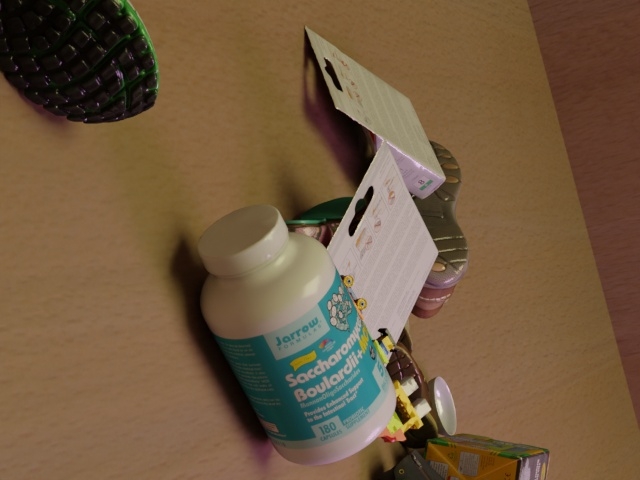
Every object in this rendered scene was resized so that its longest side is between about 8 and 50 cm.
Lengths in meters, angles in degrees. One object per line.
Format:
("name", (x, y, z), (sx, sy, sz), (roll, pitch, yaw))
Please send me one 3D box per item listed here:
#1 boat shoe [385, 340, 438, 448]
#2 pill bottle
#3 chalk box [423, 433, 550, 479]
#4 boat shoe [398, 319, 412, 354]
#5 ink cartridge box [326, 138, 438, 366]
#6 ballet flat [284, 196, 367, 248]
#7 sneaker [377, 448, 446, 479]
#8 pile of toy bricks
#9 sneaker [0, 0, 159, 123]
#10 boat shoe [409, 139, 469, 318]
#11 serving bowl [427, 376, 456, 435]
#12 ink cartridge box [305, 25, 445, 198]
("boat shoe", (0.107, 0.191, 2.216), (0.060, 0.064, 0.178), (-89, 162, -50))
("pill bottle", (-0.032, 0.094, 1.778), (0.146, 0.146, 0.264), (-76, 145, -54))
("chalk box", (0.218, 0.329, 2.256), (0.213, 0.132, 0.132), (13, 86, -70))
("boat shoe", (0.088, 0.082, 2.255), (0.048, 0.056, 0.153), (-74, 147, -71))
("ink cartridge box", (0.058, 0.016, 2.097), (0.189, 0.066, 0.232), (-63, 141, -28))
("ballet flat", (0.000, 0.000, 2.055), (0.221, 0.076, 0.079), (-25, 113, -67))
("sneaker", (0.093, 0.346, 2.067), (0.118, 0.083, 0.222), (48, 34, 3))
("pile of toy bricks", (0.020, 0.142, 1.967), (0.105, 0.118, 0.212), (-37, 104, -27))
("sneaker", (-0.235, -0.252, 1.498), (0.146, 0.134, 0.344), (-78, 146, -53))
("boat shoe", (0.133, -0.022, 2.394), (0.324, 0.123, 0.116), (-88, -172, -50))
("serving bowl", (0.161, 0.231, 2.376), (0.083, 0.027, 0.083), (-15, 90, -71))
("ink cartridge box", (0.059, -0.171, 2.325), (0.224, 0.056, 0.181), (28, 29, -38))
